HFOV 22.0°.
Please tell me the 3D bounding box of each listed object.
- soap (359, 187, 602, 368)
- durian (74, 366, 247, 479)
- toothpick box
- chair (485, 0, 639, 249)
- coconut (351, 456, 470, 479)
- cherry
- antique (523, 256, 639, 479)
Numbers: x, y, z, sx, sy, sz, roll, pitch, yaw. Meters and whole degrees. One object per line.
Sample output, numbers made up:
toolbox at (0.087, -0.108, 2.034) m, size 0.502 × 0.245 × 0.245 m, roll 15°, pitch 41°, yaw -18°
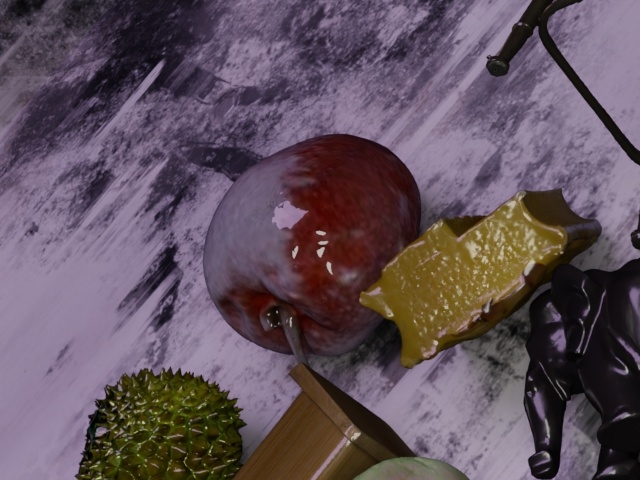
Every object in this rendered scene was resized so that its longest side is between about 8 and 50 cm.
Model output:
soap at (0.210, 0.036, 2.049) m, size 0.259 × 0.281 × 0.143 m, roll -37°, pitch 79°, yaw 15°
durian at (-0.238, 0.306, 2.307) m, size 0.291 × 0.224 × 0.291 m, roll -29°, pitch 43°, yaw 32°
toothpick box at (-0.028, 0.351, 2.087) m, size 0.308 × 0.187 × 0.190 m, roll -51°, pitch 35°, yaw 2°
chair at (0.479, -0.292, 2.025) m, size 0.361 × 0.364 × 0.410 m, roll -19°, pitch 39°, yaw 36°
coconut at (0.106, 0.365, 1.904) m, size 0.235 × 0.205 × 0.236 m, roll 4°, pitch 27°, yaw -2°
cherry at (-0.008, 0.006, 2.326) m, size 0.326 × 0.291 × 0.335 m, roll -41°, pitch 16°, yaw 26°
antique at (0.372, 0.132, 1.869) m, size 0.322 × 0.185 × 0.255 m, roll -29°, pitch 46°, yaw 24°
